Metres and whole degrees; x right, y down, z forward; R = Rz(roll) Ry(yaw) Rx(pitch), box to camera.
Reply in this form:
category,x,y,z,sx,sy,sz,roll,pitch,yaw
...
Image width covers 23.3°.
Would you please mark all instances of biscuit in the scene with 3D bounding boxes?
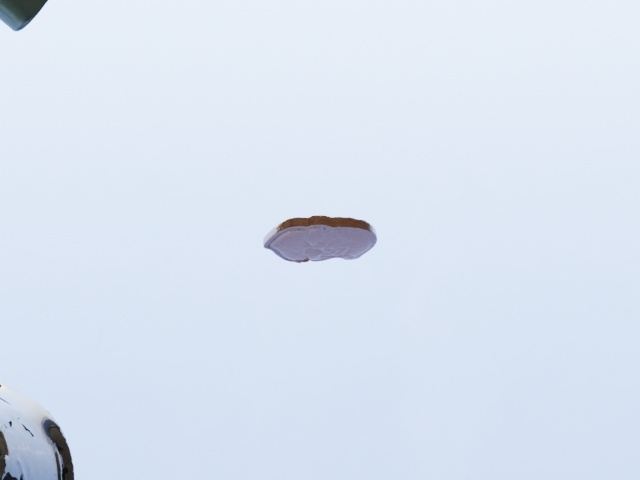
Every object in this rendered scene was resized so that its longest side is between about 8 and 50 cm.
category,x,y,z,sx,sy,sz,roll,pitch,yaw
biscuit,0.000,0.000,1.776,0.130,0.102,0.019,1,-117,-13

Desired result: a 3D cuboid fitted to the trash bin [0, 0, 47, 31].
category,x,y,z,sx,sy,sz,roll,pitch,yaw
trash bin,-0.367,-0.401,1.510,0.343,0.223,0.158,37,-172,-21

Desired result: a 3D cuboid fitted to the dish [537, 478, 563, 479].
category,x,y,z,sx,sy,sz,roll,pitch,yaw
dish,0.248,0.271,1.397,0.078,0.141,0.141,-18,-130,-21

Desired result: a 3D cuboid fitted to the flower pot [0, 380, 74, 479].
category,x,y,z,sx,sy,sz,roll,pitch,yaw
flower pot,-0.256,0.164,1.049,0.157,0.107,0.157,-1,-103,6
